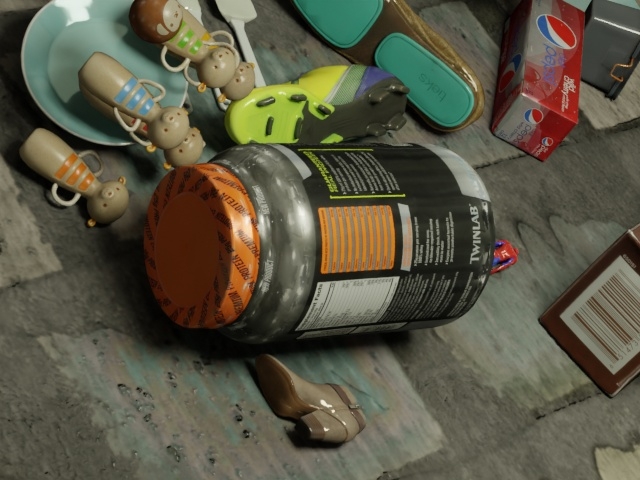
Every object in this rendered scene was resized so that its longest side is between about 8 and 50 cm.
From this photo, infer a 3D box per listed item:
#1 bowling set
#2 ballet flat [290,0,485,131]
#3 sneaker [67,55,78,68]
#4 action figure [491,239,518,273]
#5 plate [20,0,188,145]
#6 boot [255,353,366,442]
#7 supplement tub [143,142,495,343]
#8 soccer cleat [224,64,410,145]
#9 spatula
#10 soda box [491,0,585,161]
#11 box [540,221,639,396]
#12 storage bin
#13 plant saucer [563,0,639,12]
[{"bbox_3d":[-0.164,-0.155,1.668,0.154,0.200,0.287,39,64,-7],"label":"bowling set"},{"bbox_3d":[0.082,-0.277,2.088,0.342,0.116,0.124,41,20,2],"label":"ballet flat"},{"bbox_3d":[-0.262,-0.181,1.792,0.069,0.038,0.098,-28,68,-42],"label":"sneaker"},{"bbox_3d":[0.206,0.020,1.954,0.115,0.030,0.038,-10,65,-47],"label":"action figure"},{"bbox_3d":[-0.237,-0.187,1.770,0.188,0.024,0.188,8,67,-20],"label":"plate"},{"bbox_3d":[-0.007,0.161,1.664,0.087,0.042,0.118,-9,60,-48],"label":"boot"},{"bbox_3d":[0.000,0.000,1.684,0.338,0.207,0.207,-2,55,-38],"label":"supplement tub"},{"bbox_3d":[-0.018,-0.155,1.918,0.121,0.093,0.289,24,26,39],"label":"soccer cleat"},{"bbox_3d":[-0.137,-0.243,1.951,0.168,0.019,0.242,3,51,-36],"label":"spatula"},{"bbox_3d":[0.300,-0.232,2.213,0.092,0.083,0.263,27,42,-12],"label":"soda box"},{"bbox_3d":[0.458,0.029,2.010,0.143,0.191,0.381,48,42,10],"label":"box"},{"bbox_3d":[0.407,-0.277,2.307,0.091,0.135,0.098,19,44,-6],"label":"storage bin"},{"bbox_3d":[0.403,-0.350,2.433,0.195,0.037,0.195,21,43,-20],"label":"plant saucer"}]
